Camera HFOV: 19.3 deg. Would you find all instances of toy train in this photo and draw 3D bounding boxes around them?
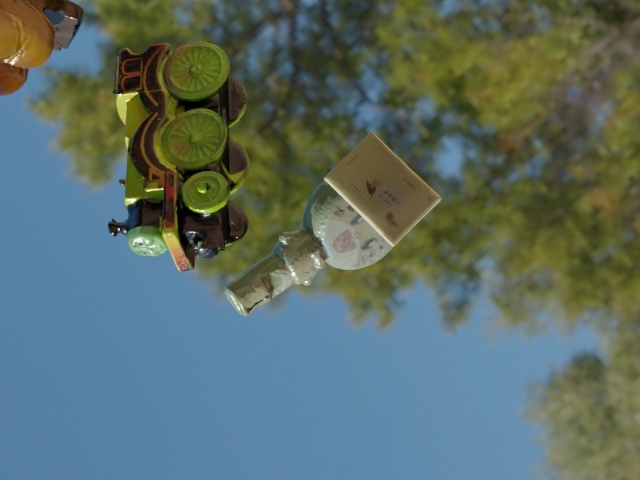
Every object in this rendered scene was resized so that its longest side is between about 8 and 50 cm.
[{"bbox_3d":[-0.167,-0.102,2.197,0.100,0.160,0.296,69,-165,-56],"label":"toy train"}]

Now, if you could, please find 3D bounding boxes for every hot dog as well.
[{"bbox_3d":[-0.415,-0.230,1.997,0.326,0.194,0.107,14,-108,-18],"label":"hot dog"}]

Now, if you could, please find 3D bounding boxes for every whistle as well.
[{"bbox_3d":[0.000,0.000,2.218,0.067,0.258,0.126,42,164,51],"label":"whistle"}]

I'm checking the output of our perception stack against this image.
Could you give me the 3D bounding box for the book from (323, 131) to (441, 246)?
[{"bbox_3d":[0.069,-0.058,2.081,0.111,0.077,0.014,44,171,9],"label":"book"}]
